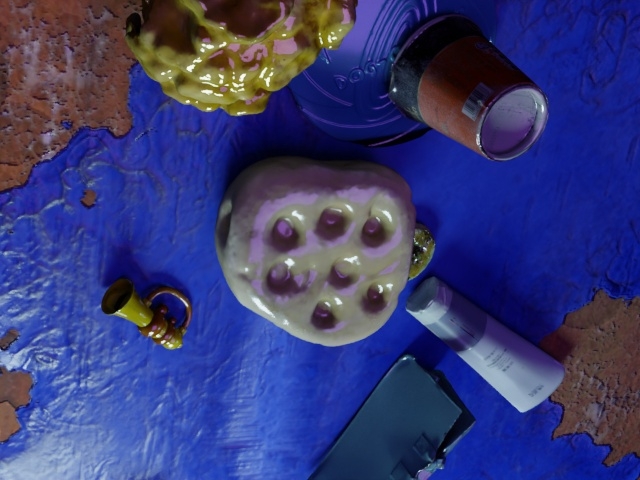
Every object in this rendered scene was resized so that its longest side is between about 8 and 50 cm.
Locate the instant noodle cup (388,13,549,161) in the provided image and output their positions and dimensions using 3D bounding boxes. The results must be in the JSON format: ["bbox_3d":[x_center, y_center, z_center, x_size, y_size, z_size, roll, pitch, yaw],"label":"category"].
[{"bbox_3d":[0.158,-0.149,1.458,0.127,0.136,0.127,-19,129,-25],"label":"instant noodle cup"}]

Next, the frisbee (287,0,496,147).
[{"bbox_3d":[0.078,-0.204,1.499,0.242,0.045,0.242,-8,120,-15],"label":"frisbee"}]

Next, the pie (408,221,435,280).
[{"bbox_3d":[0.093,0.015,1.635,0.084,0.021,0.084,-9,120,-16],"label":"pie"}]

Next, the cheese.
[{"bbox_3d":[0.000,0.000,1.535,0.218,0.117,0.235,-33,122,-3],"label":"cheese"}]

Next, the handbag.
[{"bbox_3d":[0.081,0.255,1.688,0.057,0.144,0.221,32,101,-33],"label":"handbag"}]

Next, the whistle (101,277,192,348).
[{"bbox_3d":[-0.184,0.077,1.562,0.046,0.057,0.109,-11,147,38],"label":"whistle"}]

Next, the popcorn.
[{"bbox_3d":[-0.070,-0.232,1.319,0.190,0.250,0.250,25,106,-24],"label":"popcorn"}]

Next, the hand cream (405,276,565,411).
[{"bbox_3d":[0.202,0.128,1.725,0.079,0.048,0.255,-44,126,12],"label":"hand cream"}]
